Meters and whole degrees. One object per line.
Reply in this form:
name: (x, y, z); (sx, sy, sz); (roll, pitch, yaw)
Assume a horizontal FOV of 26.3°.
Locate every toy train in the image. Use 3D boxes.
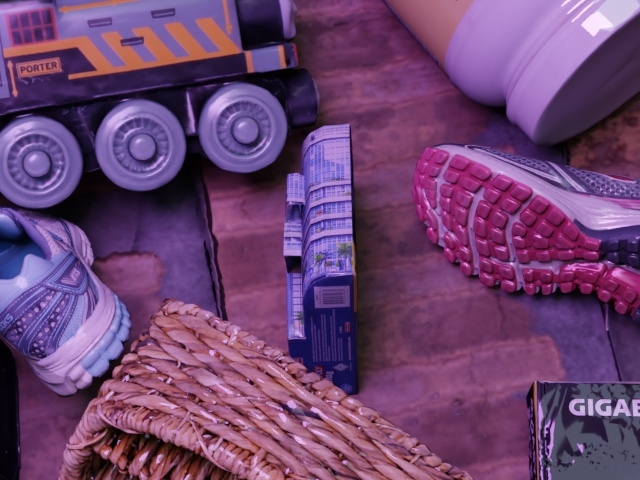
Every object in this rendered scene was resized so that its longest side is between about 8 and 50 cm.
toy train: (-0.169, -0.140, 1.176); (0.334, 0.142, 0.190); (-10, 101, -10)

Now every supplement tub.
supplement tub: (0.159, -0.270, 1.194); (0.241, 0.241, 0.331); (-35, 72, -10)

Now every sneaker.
sneaker: (0.222, -0.012, 1.177); (0.299, 0.121, 0.112); (21, 43, 11)
sneaker: (-0.247, 0.011, 1.113); (0.110, 0.122, 0.283); (-45, 34, -10)

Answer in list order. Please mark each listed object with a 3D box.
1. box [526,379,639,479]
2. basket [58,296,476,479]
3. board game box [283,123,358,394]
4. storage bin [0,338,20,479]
box: (0.329, 0.242, 1.087); (0.322, 0.079, 0.257); (1, 72, 3)
basket: (-0.052, 0.215, 1.038); (0.299, 0.213, 0.223); (31, 73, 13)
board game box: (0.000, 0.000, 1.151); (0.060, 0.194, 0.194); (-2, 55, 0)
storage bin: (-0.302, 0.130, 1.097); (0.084, 0.180, 0.122); (-6, 70, -1)
